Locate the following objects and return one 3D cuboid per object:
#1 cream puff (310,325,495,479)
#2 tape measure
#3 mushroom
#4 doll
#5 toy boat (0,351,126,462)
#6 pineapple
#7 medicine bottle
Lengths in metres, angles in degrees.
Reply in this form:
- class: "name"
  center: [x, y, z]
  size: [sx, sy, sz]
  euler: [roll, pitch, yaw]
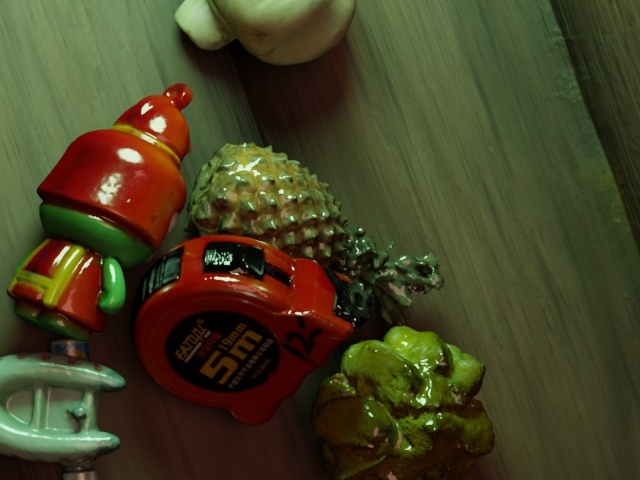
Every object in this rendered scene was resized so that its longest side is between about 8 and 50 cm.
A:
- class: "cream puff"
  center: [0.113, 0.232, 2.048]
  size: [0.244, 0.196, 0.244]
  euler: [-3, 94, -47]
- class: "tape measure"
  center: [-0.106, 0.102, 1.946]
  size: [0.260, 0.253, 0.114]
  euler: [28, 36, -18]
- class: "mushroom"
  center: [-0.086, -0.338, 2.030]
  size: [0.234, 0.254, 0.260]
  euler: [-23, 118, 20]
- class: "doll"
  center: [-0.263, -0.051, 1.937]
  size: [0.160, 0.182, 0.363]
  euler: [48, 64, -41]
- class: "toy boat"
  center: [-0.345, 0.205, 1.898]
  size: [0.207, 0.079, 0.134]
  euler: [7, 89, 3]
- class: "pineapple"
  center: [0.000, 0.000, 2.036]
  size: [0.361, 0.175, 0.175]
  euler: [24, 77, -18]
- class: "medicine bottle"
  center: [-0.312, 0.218, 1.958]
  size: [0.051, 0.051, 0.191]
  euler: [-4, 87, -20]
